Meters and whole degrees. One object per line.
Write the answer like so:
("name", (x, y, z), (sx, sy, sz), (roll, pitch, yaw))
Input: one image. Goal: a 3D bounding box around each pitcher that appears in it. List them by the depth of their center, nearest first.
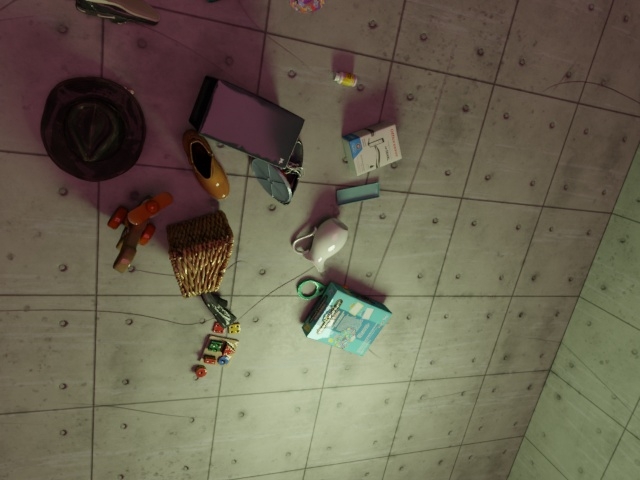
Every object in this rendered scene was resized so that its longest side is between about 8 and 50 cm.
("pitcher", (0.000, 0.000, 1.870), (0.177, 0.125, 0.207), (31, 109, -13))

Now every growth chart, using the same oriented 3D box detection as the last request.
("growth chart", (-0.709, -0.400, 1.476), (0.171, 0.021, 0.237), (20, 103, -27))

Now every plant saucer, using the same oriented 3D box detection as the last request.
("plant saucer", (0.155, -0.194, 1.899), (0.192, 0.018, 0.067), (-13, 115, -17))

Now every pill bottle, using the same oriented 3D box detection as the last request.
("pill bottle", (0.089, -0.596, 1.693), (0.083, 0.043, 0.043), (4, 109, -23))

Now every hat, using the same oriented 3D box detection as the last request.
("hat", (-0.699, -0.332, 1.421), (0.331, 0.134, 0.332), (-9, 114, -21))

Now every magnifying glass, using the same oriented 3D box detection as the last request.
("magnifying glass", (0.009, 0.212, 2.004), (0.230, 0.026, 0.092), (1, 110, -22))

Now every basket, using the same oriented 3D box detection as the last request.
("basket", (-0.403, 0.055, 1.622), (0.223, 0.299, 0.214), (-17, 116, -14))

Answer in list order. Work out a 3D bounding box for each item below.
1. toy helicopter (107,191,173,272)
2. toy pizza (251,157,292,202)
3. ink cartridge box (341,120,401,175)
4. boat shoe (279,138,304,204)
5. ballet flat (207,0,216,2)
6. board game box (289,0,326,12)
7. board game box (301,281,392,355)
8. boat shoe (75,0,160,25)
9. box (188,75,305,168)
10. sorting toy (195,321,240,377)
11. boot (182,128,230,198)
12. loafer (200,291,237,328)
("toy helicopter", (-0.589, -0.032, 1.482), (0.140, 0.355, 0.235), (37, 112, -29))
("toy pizza", (-0.171, -0.224, 1.664), (0.032, 0.201, 0.201), (-43, 122, -23))
("ink cartridge box", (0.203, -0.364, 1.809), (0.203, 0.086, 0.148), (-23, 117, -10))
("boat shoe", (-0.114, -0.258, 1.732), (0.095, 0.079, 0.255), (13, 106, -26))
("ballet flat", (-0.240, -0.829, 1.446), (0.280, 0.095, 0.096), (-18, 104, -14))
("board game box", (-0.040, -0.857, 1.543), (0.133, 0.033, 0.169), (-11, 115, -17))
("board game box", (0.121, 0.359, 2.062), (0.336, 0.079, 0.254), (26, 103, -31))
("boat shoe", (-0.605, -0.693, 1.379), (0.233, 0.084, 0.079), (4, 148, -30))
("box", (-0.247, -0.392, 1.504), (0.296, 0.294, 0.183), (19, 104, -27))
("sorting toy", (-0.418, 0.467, 1.930), (0.132, 0.046, 0.275), (18, 103, -27))
("boot", (-0.376, -0.240, 1.557), (0.109, 0.220, 0.284), (-23, 118, -11))
("loafer", (-0.409, 0.256, 1.835), (0.078, 0.076, 0.223), (-33, 124, -12))
